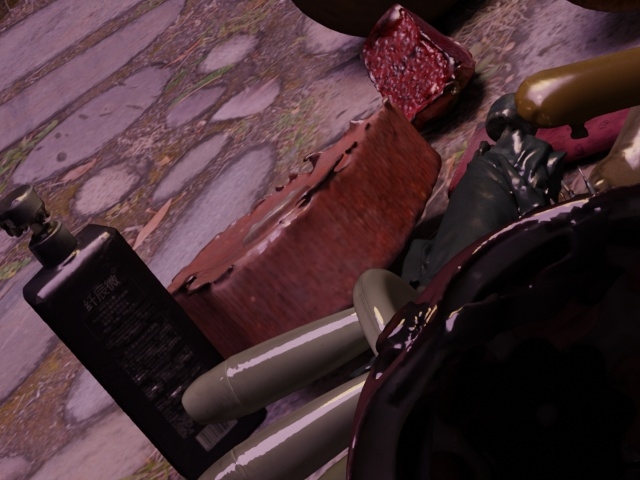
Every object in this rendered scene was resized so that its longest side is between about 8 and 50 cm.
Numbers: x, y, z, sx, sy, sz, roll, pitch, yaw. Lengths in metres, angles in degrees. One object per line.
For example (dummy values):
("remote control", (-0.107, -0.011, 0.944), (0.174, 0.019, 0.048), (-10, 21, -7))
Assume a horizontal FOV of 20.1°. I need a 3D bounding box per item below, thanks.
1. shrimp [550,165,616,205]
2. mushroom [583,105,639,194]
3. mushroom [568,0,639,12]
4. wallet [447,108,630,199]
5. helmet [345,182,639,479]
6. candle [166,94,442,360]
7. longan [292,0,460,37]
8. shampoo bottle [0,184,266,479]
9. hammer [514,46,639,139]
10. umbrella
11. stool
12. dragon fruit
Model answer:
("shrimp", (0.284, -0.009, 1.336), (0.372, 0.137, 0.172), (-5, -1, 39))
("mushroom", (0.291, -0.088, 1.496), (0.225, 0.093, 0.116), (-38, 44, -11))
("mushroom", (0.308, -0.362, 1.715), (0.331, 0.334, 0.356), (-25, 16, 26))
("wallet", (0.227, -0.105, 1.702), (0.232, 0.025, 0.119), (-20, 30, 38))
("helmet", (0.148, 0.120, 1.133), (0.338, 0.271, 0.197), (-49, 8, -9))
("candle", (0.000, 0.000, 1.684), (0.287, 0.131, 0.317), (-47, 10, -18))
("longan", (0.069, -0.358, 2.123), (0.258, 0.258, 0.258), (-32, 24, 16))
("shampoo bottle", (-0.176, 0.075, 1.601), (0.098, 0.309, 0.071), (-44, 25, -14))
("hammer", (0.301, -0.140, 1.407), (0.305, 0.113, 0.202), (-17, 48, -1))
("umbrella", (0.133, 0.008, 1.542), (0.143, 0.094, 0.349), (-5, 42, 29))
("stool", (0.027, 0.154, 1.324), (0.198, 0.195, 0.195), (-40, 23, 11))
("dragon fruit", (0.115, -0.174, 1.930), (0.102, 0.096, 0.147), (-42, 52, 18))
